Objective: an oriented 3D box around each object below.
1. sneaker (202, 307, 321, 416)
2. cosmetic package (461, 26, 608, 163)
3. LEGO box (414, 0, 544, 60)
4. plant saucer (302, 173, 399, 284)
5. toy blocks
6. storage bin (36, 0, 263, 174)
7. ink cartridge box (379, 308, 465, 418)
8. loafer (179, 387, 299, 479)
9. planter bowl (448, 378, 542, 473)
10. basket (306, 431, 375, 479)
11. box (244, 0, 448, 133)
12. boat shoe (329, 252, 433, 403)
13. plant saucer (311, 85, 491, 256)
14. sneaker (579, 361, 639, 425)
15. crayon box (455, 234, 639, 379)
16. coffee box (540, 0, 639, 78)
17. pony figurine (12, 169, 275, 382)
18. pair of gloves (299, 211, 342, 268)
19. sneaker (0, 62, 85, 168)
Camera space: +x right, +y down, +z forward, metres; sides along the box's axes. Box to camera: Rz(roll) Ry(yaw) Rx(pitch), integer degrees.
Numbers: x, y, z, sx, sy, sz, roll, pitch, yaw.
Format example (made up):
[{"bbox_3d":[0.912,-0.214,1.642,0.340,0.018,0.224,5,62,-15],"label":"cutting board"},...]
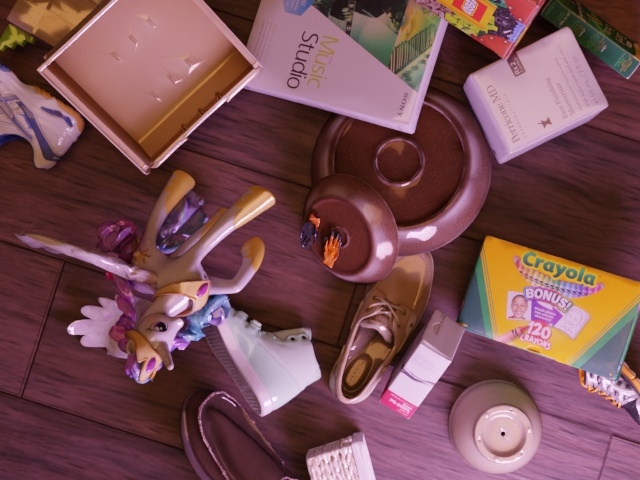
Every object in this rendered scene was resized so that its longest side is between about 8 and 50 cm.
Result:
[{"bbox_3d":[-0.103,0.162,1.949,0.151,0.094,0.256,-25,72,-25],"label":"sneaker"},{"bbox_3d":[0.356,-0.241,1.914,0.183,0.151,0.151,-27,87,0],"label":"cosmetic package"},{"bbox_3d":[0.287,-0.608,1.840,0.372,0.193,0.500,32,72,3],"label":"LEGO box"},{"bbox_3d":[0.040,-0.012,1.904,0.198,0.036,0.199,19,123,33],"label":"plant saucer"},{"bbox_3d":[-0.341,-0.427,1.935,0.260,0.191,0.382,30,89,-10],"label":"toy blocks"},{"bbox_3d":[-0.271,-0.285,1.850,0.262,0.123,0.260,-42,113,4],"label":"storage bin"},{"bbox_3d":[0.169,0.204,1.890,0.063,0.109,0.150,32,124,2],"label":"ink cartridge box"},{"bbox_3d":[-0.094,0.393,1.885,0.130,0.133,0.366,-35,88,41],"label":"loafer"},{"bbox_3d":[0.302,0.319,1.918,0.162,0.109,0.162,0,88,0],"label":"planter bowl"},{"bbox_3d":[0.044,0.420,1.915,0.103,0.113,0.167,-15,88,2],"label":"basket"},{"bbox_3d":[0.039,-0.334,1.930,0.321,0.058,0.232,16,87,15],"label":"box"},{"bbox_3d":[0.107,0.140,1.929,0.109,0.098,0.302,29,87,1],"label":"boat shoe"},{"bbox_3d":[0.134,-0.129,1.937,0.310,0.050,0.311,-2,78,8],"label":"plant saucer"},{"bbox_3d":[0.487,0.235,1.936,0.083,0.084,0.215,-37,78,0],"label":"sneaker"},{"bbox_3d":[0.385,0.112,1.899,0.278,0.081,0.165,18,87,19],"label":"crayon box"},{"bbox_3d":[0.464,-0.354,1.936,0.184,0.113,0.040,37,116,3],"label":"coffee box"},{"bbox_3d":[-0.277,0.053,1.846,0.350,0.303,0.363,14,56,37],"label":"pony figurine"},{"bbox_3d":[0.000,0.000,1.911,0.083,0.010,0.074,38,131,21],"label":"pair of gloves"},{"bbox_3d":[-0.556,-0.235,1.945,0.296,0.112,0.131,33,89,2],"label":"sneaker"}]
